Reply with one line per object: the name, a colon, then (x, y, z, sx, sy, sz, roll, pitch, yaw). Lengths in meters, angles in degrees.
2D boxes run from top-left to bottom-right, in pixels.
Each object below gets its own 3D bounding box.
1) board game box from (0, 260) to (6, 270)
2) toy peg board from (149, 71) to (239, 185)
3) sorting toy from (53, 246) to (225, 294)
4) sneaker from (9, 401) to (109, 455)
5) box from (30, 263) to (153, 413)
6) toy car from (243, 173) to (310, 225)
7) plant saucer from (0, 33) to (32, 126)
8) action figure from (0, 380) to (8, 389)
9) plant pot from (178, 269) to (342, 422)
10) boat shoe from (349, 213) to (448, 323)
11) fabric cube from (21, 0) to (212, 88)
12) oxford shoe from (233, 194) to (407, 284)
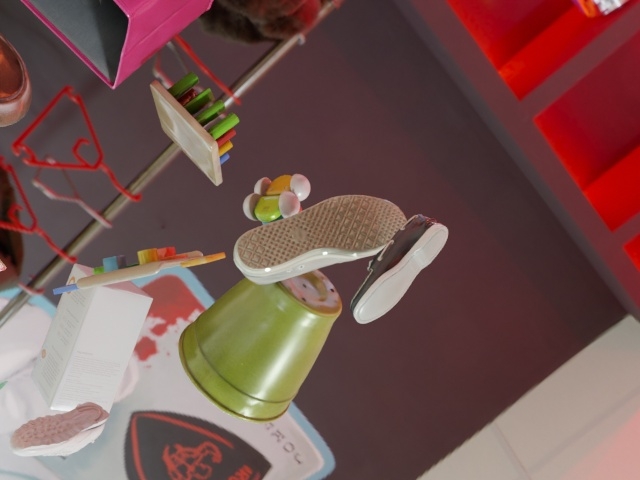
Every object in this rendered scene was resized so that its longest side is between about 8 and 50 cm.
board game box: (-0.643, 0.045, 1.030, 0.259, 0.124, 0.039, -13, -127, -4)
toy peg board: (-0.213, -0.207, 1.189, 0.079, 0.161, 0.161, -41, 168, -16)
sorting toy: (-0.347, 0.043, 1.289, 0.347, 0.047, 0.196, -11, -177, 15)
sneaker: (-0.569, 0.434, 1.446, 0.090, 0.235, 0.095, 37, -71, 27)
box: (-0.629, 0.268, 1.812, 0.215, 0.168, 0.345, 22, -89, 52)
toy car: (-0.110, -0.093, 1.814, 0.159, 0.136, 0.182, -3, -143, 26)
plant saucer: (-0.797, -0.407, 1.519, 0.050, 0.310, 0.311, -28, -151, 30)
action figure: (-0.791, 0.362, 1.474, 0.137, 0.064, 0.232, -24, -168, -13)
plant pot: (-0.136, 0.233, 1.788, 0.353, 0.366, 0.366, -52, -160, 22)
boat shoe: (0.166, 0.062, 1.528, 0.302, 0.114, 0.091, -42, -130, -16)
fabric cube: (-0.321, -0.457, 1.069, 0.258, 0.254, 0.259, -48, -171, -24)
oxford shoe: (0.000, 0.000, 1.635, 0.449, 0.169, 0.130, -16, 158, -16)
